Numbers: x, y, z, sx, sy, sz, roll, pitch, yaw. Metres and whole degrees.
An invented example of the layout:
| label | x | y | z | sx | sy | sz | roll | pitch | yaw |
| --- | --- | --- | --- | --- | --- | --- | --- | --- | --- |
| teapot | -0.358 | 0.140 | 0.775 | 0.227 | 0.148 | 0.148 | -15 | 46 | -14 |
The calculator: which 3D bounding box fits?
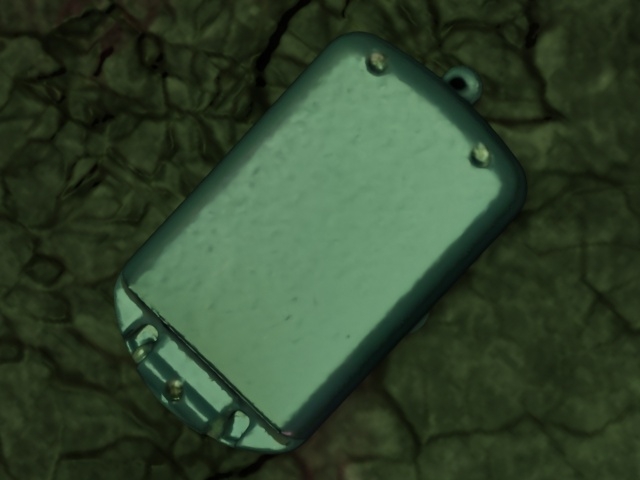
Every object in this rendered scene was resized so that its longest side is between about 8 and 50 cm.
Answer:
| label | x | y | z | sx | sy | sz | roll | pitch | yaw |
| --- | --- | --- | --- | --- | --- | --- | --- | --- | --- |
| calculator | 0.000 | 0.000 | 0.864 | 0.121 | 0.039 | 0.210 | 43 | 92 | 10 |
